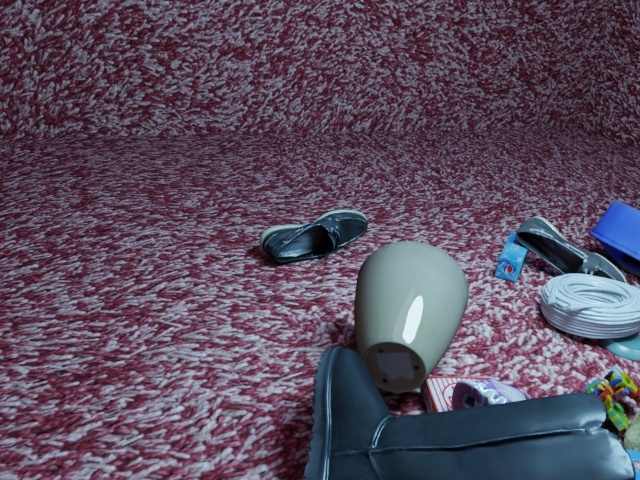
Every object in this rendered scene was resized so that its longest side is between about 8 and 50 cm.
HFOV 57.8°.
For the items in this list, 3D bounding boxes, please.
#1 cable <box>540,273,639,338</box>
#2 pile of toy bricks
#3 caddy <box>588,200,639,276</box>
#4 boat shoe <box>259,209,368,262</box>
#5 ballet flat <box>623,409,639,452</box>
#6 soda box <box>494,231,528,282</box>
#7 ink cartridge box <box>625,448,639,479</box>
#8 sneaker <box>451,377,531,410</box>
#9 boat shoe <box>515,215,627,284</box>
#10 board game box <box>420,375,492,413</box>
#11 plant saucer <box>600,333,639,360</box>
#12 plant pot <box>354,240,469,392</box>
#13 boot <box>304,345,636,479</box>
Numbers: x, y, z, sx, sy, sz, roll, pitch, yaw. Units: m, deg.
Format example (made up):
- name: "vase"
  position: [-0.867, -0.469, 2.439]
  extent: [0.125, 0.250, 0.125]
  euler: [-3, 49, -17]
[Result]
- name: "cable"
  position: [0.703, 0.166, 1.491]
  extent: [0.257, 0.089, 0.257]
  euler: [6, 19, 14]
- name: "pile of toy bricks"
  position: [0.573, 0.333, 1.150]
  extent: [0.212, 0.118, 0.105]
  euler: [-2, 50, -54]
- name: "caddy"
  position: [1.001, 0.021, 1.787]
  extent: [0.241, 0.179, 0.341]
  euler: [17, 16, -32]
- name: "boat shoe"
  position: [0.000, -0.004, 1.691]
  extent: [0.340, 0.127, 0.113]
  euler: [-7, 29, -22]
- name: "ballet flat"
  position: [0.695, 0.321, 1.118]
  extent: [0.123, 0.123, 0.348]
  euler: [25, 37, 36]
- name: "soda box"
  position: [0.587, 0.048, 1.761]
  extent: [0.067, 0.071, 0.210]
  euler: [17, 28, 21]
- name: "ink cartridge box"
  position: [0.526, 0.433, 0.822]
  extent: [0.232, 0.168, 0.171]
  euler: [9, 25, 7]
- name: "sneaker"
  position: [0.353, 0.316, 1.028]
  extent: [0.104, 0.095, 0.236]
  euler: [-6, 26, -40]
- name: "boat shoe"
  position: [0.714, 0.058, 1.683]
  extent: [0.095, 0.112, 0.335]
  euler: [-26, 56, -34]
- name: "board game box"
  position: [0.287, 0.340, 1.114]
  extent: [0.146, 0.045, 0.193]
  euler: [2, 25, -7]
- name: "plant saucer"
  position: [0.754, 0.252, 1.423]
  extent: [0.119, 0.021, 0.119]
  euler: [5, 25, -2]
- name: "plant pot"
  position: [0.173, 0.176, 1.215]
  extent: [0.256, 0.256, 0.274]
  euler: [11, 30, 11]
- name: "boot"
  position: [0.214, 0.288, 0.928]
  extent: [0.445, 0.146, 0.367]
  euler: [-14, 34, 15]
